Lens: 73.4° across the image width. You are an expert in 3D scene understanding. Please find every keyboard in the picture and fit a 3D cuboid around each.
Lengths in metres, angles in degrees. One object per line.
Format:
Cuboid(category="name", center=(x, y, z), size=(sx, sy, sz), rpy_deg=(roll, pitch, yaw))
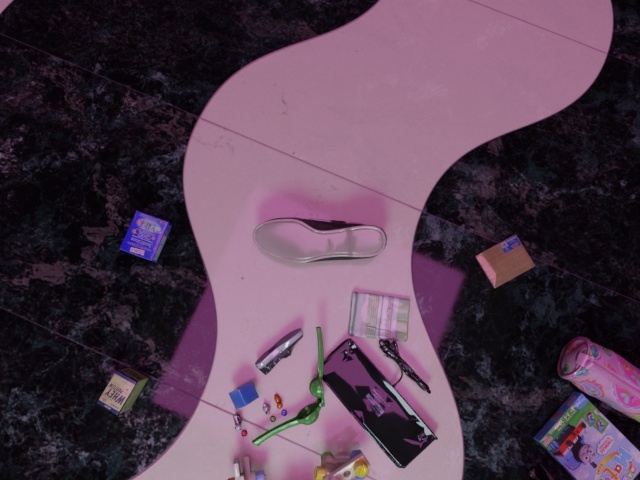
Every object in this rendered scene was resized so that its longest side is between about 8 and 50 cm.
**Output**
Cuboid(category="keyboard", center=(0.162, 0.370, 1.053), size=(0.201, 0.033, 0.317), rpy_deg=(-41, 83, -1))

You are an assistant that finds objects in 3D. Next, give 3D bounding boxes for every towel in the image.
Cuboid(category="towel", center=(0.150, 0.194, 1.090), size=(0.151, 0.023, 0.113), rpy_deg=(7, 80, 0))

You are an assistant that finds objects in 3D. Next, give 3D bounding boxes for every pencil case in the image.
Cuboid(category="pencil case", center=(0.722, 0.347, 1.026), size=(0.284, 0.124, 0.124), rpy_deg=(31, 80, 5))

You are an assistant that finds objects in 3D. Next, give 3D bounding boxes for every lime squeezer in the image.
Cuboid(category="lime squeezer", center=(-0.036, 0.366, 1.031), size=(0.110, 0.059, 0.310), rpy_deg=(29, 87, 8))

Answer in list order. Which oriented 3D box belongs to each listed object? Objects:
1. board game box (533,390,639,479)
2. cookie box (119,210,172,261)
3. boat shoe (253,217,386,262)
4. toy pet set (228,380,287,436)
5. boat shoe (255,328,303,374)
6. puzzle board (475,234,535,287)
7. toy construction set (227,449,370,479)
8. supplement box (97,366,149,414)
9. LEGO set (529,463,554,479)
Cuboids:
Cuboid(category="board game box", center=(0.650, 0.502, 1.035), size=(0.160, 0.039, 0.211), rpy_deg=(-43, 84, -9))
Cuboid(category="cookie box", center=(-0.448, -0.009, 1.105), size=(0.091, 0.040, 0.107), rpy_deg=(20, 79, 2))
Cuboid(category="boat shoe", center=(0.000, 0.000, 1.101), size=(0.335, 0.095, 0.112), rpy_deg=(2, 93, 4))
Cuboid(category="toy pet set", center=(-0.158, 0.397, 1.022), size=(0.122, 0.065, 0.114), rpy_deg=(-27, 81, -7))
Cuboid(category="boat shoe", center=(-0.096, 0.274, 1.061), size=(0.142, 0.049, 0.040), rpy_deg=(-38, 101, -6))
Cuboid(category="puzzle board", center=(0.486, 0.055, 1.131), size=(0.128, 0.011, 0.096), rpy_deg=(-27, 80, -7))
Cuboid(category="toy construction set", center=(-0.046, 0.573, 0.948), size=(0.327, 0.151, 0.215), rpy_deg=(-5, 104, 5))
Cuboid(category="supplement box", center=(-0.463, 0.353, 1.013), size=(0.056, 0.083, 0.083), rpy_deg=(28, 80, 4))
Cuboid(category="LEGO set", center=(0.585, 0.657, 0.901), size=(0.192, 0.255, 0.331), rpy_deg=(-38, 86, -8))
